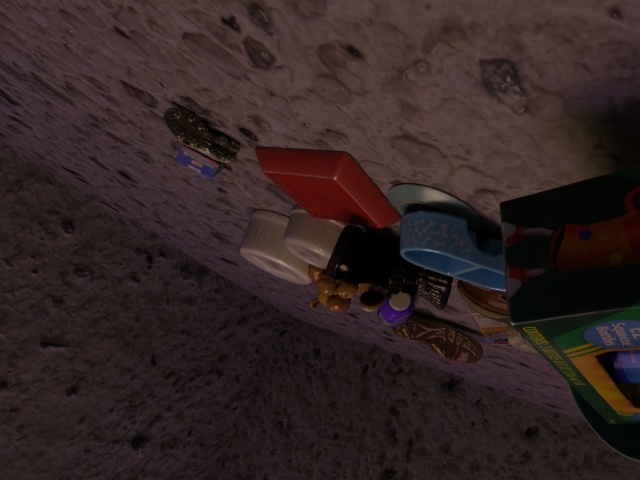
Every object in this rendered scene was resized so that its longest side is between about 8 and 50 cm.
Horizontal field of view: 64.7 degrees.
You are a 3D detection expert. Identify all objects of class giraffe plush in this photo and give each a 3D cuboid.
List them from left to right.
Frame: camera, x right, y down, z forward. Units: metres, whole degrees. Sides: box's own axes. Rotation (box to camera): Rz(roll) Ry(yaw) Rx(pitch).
[{"bbox_3d":[0.042,0.138,1.489,0.182,0.170,0.210,6,-148,-9],"label":"giraffe plush"}]

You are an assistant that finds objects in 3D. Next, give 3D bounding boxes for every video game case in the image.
[{"bbox_3d":[0.522,0.221,1.325,0.204,0.025,0.285,-8,150,26],"label":"video game case"}]

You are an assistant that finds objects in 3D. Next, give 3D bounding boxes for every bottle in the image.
[{"bbox_3d":[0.257,0.227,1.711,0.283,0.118,0.092,82,163,-72],"label":"bottle"}]

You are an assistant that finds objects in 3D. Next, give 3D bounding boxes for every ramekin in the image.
[{"bbox_3d":[-0.116,0.029,1.577,0.277,0.135,0.277,22,165,6],"label":"ramekin"},{"bbox_3d":[0.000,0.000,1.347,0.207,0.109,0.207,22,165,6],"label":"ramekin"}]

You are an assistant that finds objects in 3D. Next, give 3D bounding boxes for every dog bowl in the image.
[{"bbox_3d":[0.291,0.029,0.990,0.298,0.074,0.166,18,165,-8],"label":"dog bowl"}]

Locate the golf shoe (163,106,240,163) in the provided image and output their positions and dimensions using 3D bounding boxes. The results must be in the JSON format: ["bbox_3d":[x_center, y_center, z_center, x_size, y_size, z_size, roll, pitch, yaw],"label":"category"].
[{"bbox_3d":[-0.265,-0.220,1.096,0.176,0.069,0.086,33,169,-26],"label":"golf shoe"}]

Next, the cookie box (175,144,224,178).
[{"bbox_3d":[-0.269,-0.187,1.157,0.092,0.040,0.107,28,-162,-8],"label":"cookie box"}]

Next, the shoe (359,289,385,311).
[{"bbox_3d":[0.172,0.189,1.615,0.077,0.058,0.219,6,-165,15],"label":"shoe"}]

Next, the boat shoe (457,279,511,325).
[{"bbox_3d":[0.440,0.124,1.089,0.123,0.119,0.324,-8,-156,-32],"label":"boat shoe"}]

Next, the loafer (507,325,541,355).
[{"bbox_3d":[0.598,0.242,1.202,0.320,0.111,0.111,13,158,-19],"label":"loafer"}]

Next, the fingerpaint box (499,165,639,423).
[{"bbox_3d":[0.469,0.083,0.573,0.371,0.163,0.445,-15,143,34],"label":"fingerpaint box"}]

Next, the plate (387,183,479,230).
[{"bbox_3d":[0.216,-0.053,0.995,0.188,0.024,0.188,23,166,6],"label":"plate"}]

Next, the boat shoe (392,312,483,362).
[{"bbox_3d":[0.439,0.343,1.876,0.341,0.121,0.110,21,-158,23],"label":"boat shoe"}]

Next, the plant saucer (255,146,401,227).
[{"bbox_3d":[0.011,-0.105,1.092,0.259,0.047,0.259,12,160,39],"label":"plant saucer"}]

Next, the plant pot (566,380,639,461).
[{"bbox_3d":[0.651,0.256,0.982,0.196,0.290,0.290,-8,169,-11],"label":"plant pot"}]

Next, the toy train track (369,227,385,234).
[{"bbox_3d":[0.120,-0.031,1.236,0.083,0.014,0.048,30,164,-19],"label":"toy train track"}]

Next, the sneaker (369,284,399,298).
[{"bbox_3d":[0.169,0.130,1.573,0.130,0.087,0.227,33,160,-16],"label":"sneaker"}]

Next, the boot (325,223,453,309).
[{"bbox_3d":[0.180,0.068,1.189,0.260,0.131,0.348,21,-176,21],"label":"boot"}]
